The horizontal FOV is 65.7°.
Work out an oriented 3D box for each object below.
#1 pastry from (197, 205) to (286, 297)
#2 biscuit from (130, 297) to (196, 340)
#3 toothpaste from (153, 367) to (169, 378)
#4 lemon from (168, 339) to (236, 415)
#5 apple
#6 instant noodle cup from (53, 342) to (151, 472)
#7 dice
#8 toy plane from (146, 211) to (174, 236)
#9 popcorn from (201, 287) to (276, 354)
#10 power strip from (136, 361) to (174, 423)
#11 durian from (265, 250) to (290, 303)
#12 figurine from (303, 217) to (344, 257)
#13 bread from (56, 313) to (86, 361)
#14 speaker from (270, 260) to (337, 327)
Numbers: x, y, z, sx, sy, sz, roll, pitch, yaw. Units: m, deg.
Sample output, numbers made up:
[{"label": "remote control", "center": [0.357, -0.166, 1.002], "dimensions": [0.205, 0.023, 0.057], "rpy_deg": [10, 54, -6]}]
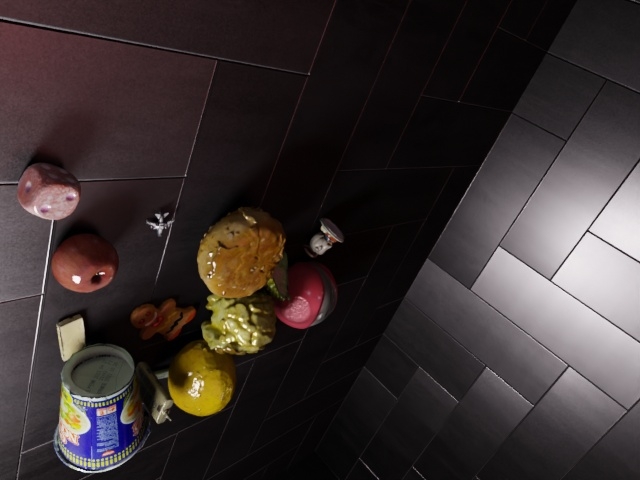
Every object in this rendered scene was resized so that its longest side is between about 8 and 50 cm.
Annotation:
[{"label": "pastry", "center": [-0.258, 0.025, 1.574], "dimensions": [0.284, 0.184, 0.316], "rpy_deg": [0, 126, -41]}, {"label": "biscuit", "center": [-0.527, 0.267, 1.644], "dimensions": [0.165, 0.036, 0.250], "rpy_deg": [-51, 151, 0]}, {"label": "toothpaste", "center": [-0.584, 0.495, 1.841], "dimensions": [0.197, 0.029, 0.048], "rpy_deg": [6, 116, -60]}, {"label": "lemon", "center": [-0.431, 0.497, 1.826], "dimensions": [0.253, 0.253, 0.310], "rpy_deg": [-19, 124, -43]}, {"label": "apple", "center": [-0.580, 0.059, 1.234], "dimensions": [0.153, 0.120, 0.153], "rpy_deg": [-35, 148, -26]}, {"label": "instant noodle cup", "center": [-0.653, 0.482, 1.484], "dimensions": [0.284, 0.284, 0.312], "rpy_deg": [-21, 139, -41]}, {"label": "dice", "center": [-0.583, -0.105, 1.065], "dimensions": [0.094, 0.093, 0.091], "rpy_deg": [-55, 151, 14]}, {"label": "toy plane", "center": [-0.449, -0.043, 1.389], "dimensions": [0.078, 0.031, 0.083], "rpy_deg": [-6, 129, -31]}, {"label": "popcorn", "center": [-0.294, 0.294, 1.790], "dimensions": [0.293, 0.293, 0.237], "rpy_deg": [6, 82, -56]}, {"label": "power strip", "center": [-0.559, 0.515, 1.659], "dimensions": [0.034, 0.268, 0.092], "rpy_deg": [16, 103, -50]}, {"label": "durian", "center": [-0.177, 0.128, 1.839], "dimensions": [0.095, 0.221, 0.137], "rpy_deg": [-28, 150, 27]}, {"label": "figurine", "center": [0.000, 0.000, 1.995], "dimensions": [0.153, 0.132, 0.132], "rpy_deg": [-43, 153, 16]}, {"label": "bread", "center": [-0.708, 0.277, 1.412], "dimensions": [0.068, 0.028, 0.154], "rpy_deg": [-24, 142, -40]}, {"label": "speaker", "center": [-0.062, 0.227, 2.098], "dimensions": [0.294, 0.294, 0.294], "rpy_deg": [-34, 148, -25]}]
